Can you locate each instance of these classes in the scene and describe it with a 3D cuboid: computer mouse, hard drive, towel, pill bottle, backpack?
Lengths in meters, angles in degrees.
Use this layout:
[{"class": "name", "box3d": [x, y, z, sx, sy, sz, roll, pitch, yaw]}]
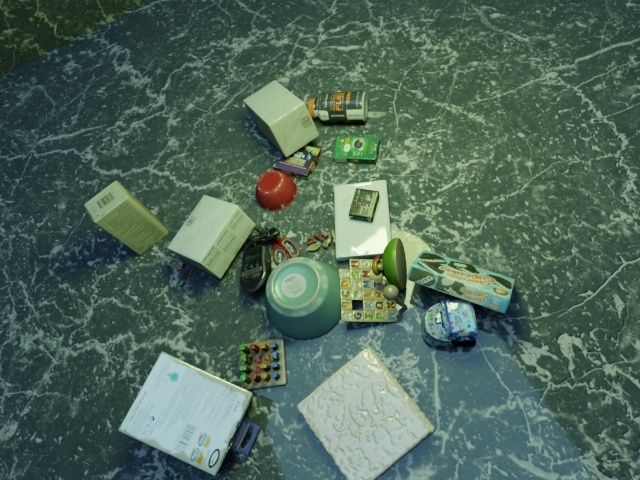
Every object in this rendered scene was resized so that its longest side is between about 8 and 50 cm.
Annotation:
[{"class": "computer mouse", "box3d": [-0.235, 0.089, 1.783, 0.189, 0.072, 0.272, -15, 54, 24]}, {"class": "hard drive", "box3d": [0.162, -0.080, 1.791, 0.211, 0.040, 0.318, -6, 63, 10]}, {"class": "towel", "box3d": [0.139, 0.566, 1.480, 0.317, 0.053, 0.331, -38, 62, -6]}, {"class": "pill bottle", "box3d": [0.075, -0.575, 1.999, 0.246, 0.130, 0.130, 2, 65, 14]}, {"class": "backpack", "box3d": [0.419, 0.270, 1.523, 0.174, 0.117, 0.158, -5, 63, 13]}]

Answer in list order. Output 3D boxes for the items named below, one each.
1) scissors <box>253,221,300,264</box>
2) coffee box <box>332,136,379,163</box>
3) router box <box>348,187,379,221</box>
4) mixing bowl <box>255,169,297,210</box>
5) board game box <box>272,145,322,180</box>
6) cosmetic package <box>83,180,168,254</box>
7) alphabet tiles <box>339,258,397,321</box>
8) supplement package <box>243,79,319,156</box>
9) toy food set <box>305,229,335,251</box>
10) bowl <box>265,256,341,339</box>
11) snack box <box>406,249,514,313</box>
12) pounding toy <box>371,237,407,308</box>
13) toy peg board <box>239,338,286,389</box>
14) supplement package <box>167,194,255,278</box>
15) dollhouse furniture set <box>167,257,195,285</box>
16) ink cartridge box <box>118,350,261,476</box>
[{"class": "scissors", "box3d": [-0.193, -0.020, 1.859, 0.109, 0.021, 0.297, -37, 61, -3]}, {"class": "coffee box", "box3d": [0.150, -0.379, 1.938, 0.184, 0.040, 0.113, 4, 66, 15]}, {"class": "router box", "box3d": [0.168, -0.138, 1.772, 0.092, 0.038, 0.122, 11, 68, 18]}, {"class": "mixing bowl", "box3d": [-0.195, -0.222, 1.911, 0.182, 0.098, 0.181, -5, 63, 11]}, {"class": "board game box", "box3d": [-0.099, -0.342, 1.974, 0.171, 0.048, 0.140, 17, 68, 20]}, {"class": "cosmetic package", "box3d": [-0.770, -0.083, 1.857, 0.160, 0.309, 0.113, -39, 63, -8]}, {"class": "alphabet tiles", "box3d": [0.168, 0.176, 1.651, 0.199, 0.009, 0.237, 1, 64, -6]}, {"class": "supplement package", "box3d": [-0.170, -0.524, 1.967, 0.175, 0.177, 0.293, -36, 47, -6]}, {"class": "toy food set", "box3d": [0.000, 0.000, 1.804, 0.122, 0.019, 0.077, -14, 62, 15]}, {"class": "bowl", "box3d": [-0.070, 0.183, 1.651, 0.312, 0.163, 0.311, -5, 64, 10]}, {"class": "snack box", "box3d": [0.470, 0.129, 1.545, 0.322, 0.187, 0.060, 19, 114, 20]}, {"class": "pounding toy", "box3d": [0.231, 0.110, 1.614, 0.110, 0.183, 0.236, -6, 67, 21]}, {"class": "toy peg board", "box3d": [-0.210, 0.427, 1.612, 0.161, 0.079, 0.161, -10, 63, 8]}, {"class": "supplement package", "box3d": [-0.426, -0.017, 1.817, 0.204, 0.145, 0.261, 19, 69, 35]}, {"class": "dollhouse furniture set", "box3d": [-0.586, 0.111, 1.849, 0.115, 0.081, 0.090, 24, 72, 22]}, {"class": "ink cartridge box", "box3d": [-0.395, 0.571, 1.498, 0.396, 0.151, 0.269, 24, 68, 3]}]
